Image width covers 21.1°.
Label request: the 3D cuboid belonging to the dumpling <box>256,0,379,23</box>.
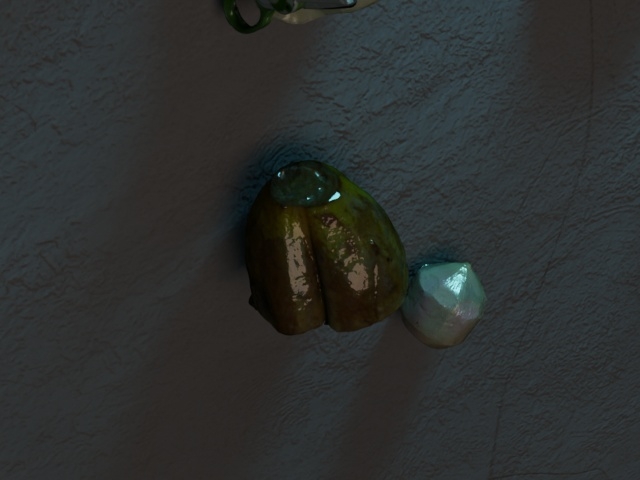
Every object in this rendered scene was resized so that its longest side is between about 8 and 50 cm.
[{"bbox_3d":[0.018,-0.348,1.891,0.258,0.147,0.193,-38,106,18],"label":"dumpling"}]

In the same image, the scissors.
[{"bbox_3d":[-0.037,-0.267,1.864,0.027,0.204,0.101,-31,121,-37],"label":"scissors"}]

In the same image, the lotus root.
[{"bbox_3d":[-0.001,0.000,2.086,0.188,0.199,0.180,-31,138,-17],"label":"lotus root"}]

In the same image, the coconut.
[{"bbox_3d":[0.168,0.078,2.316,0.110,0.110,0.124,16,116,-37],"label":"coconut"}]
